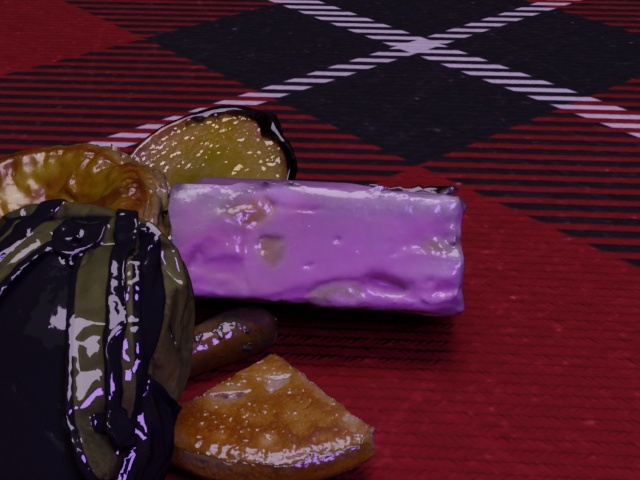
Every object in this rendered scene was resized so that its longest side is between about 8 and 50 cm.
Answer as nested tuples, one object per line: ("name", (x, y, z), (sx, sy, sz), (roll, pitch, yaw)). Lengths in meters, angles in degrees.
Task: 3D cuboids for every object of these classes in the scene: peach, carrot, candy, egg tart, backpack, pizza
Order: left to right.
("egg tart", (-0.266, 0.017, 1.014), (0.295, 0.116, 0.294), (-10, 36, 7))
("backpack", (-0.196, 0.087, 0.799), (0.207, 0.140, 0.253), (9, 68, 12))
("carrot", (-0.148, 0.109, 0.941), (0.254, 0.049, 0.049), (-19, 35, -23))
("peach", (-0.132, -0.037, 1.170), (0.189, 0.068, 0.279), (23, 55, 27))
("pizza", (-0.039, 0.148, 0.865), (0.175, 0.046, 0.134), (7, 32, 12))
("candy", (0.000, 0.000, 1.004), (0.265, 0.115, 0.155), (4, 7, 2))
